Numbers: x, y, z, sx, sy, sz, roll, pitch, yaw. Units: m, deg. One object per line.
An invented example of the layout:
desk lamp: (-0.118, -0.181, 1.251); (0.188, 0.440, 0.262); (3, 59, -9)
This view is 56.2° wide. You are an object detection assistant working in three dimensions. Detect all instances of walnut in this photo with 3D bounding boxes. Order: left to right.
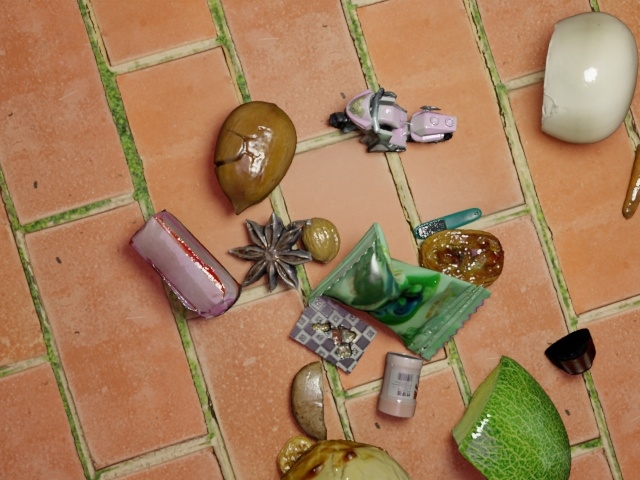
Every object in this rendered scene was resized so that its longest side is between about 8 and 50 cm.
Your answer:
walnut: (-0.169, -0.207, 1.497); (0.203, 0.203, 0.298); (14, 80, -3)
walnut: (0.000, 0.000, 1.552); (0.105, 0.105, 0.124); (-14, 84, -4)

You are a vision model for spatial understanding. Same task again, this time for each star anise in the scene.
star anise: (-0.109, 0.023, 1.532); (0.262, 0.081, 0.230); (-43, 75, 20)

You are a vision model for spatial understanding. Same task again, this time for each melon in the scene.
melon: (0.514, 0.528, 1.538); (0.343, 0.226, 0.331); (39, 44, 0)

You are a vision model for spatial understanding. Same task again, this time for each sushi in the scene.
sushi: (0.031, 0.240, 1.581); (0.201, 0.031, 0.139); (34, 86, -5)

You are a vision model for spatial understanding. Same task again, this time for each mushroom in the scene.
mushroom: (-0.029, 0.420, 1.552); (0.094, 0.072, 0.209); (-1, 89, 5)

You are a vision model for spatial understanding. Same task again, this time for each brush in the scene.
brush: (0.346, -0.048, 1.607); (0.193, 0.032, 0.043); (-18, 89, -2)

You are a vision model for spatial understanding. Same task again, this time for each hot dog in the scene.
hot dog: (0.378, 0.047, 1.576); (0.227, 0.099, 0.160); (-4, 92, -6)

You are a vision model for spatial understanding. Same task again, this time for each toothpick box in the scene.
toothpick box: (0.207, 0.371, 1.554); (0.098, 0.098, 0.149); (10, 87, -3)

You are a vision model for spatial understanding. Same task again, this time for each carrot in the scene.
carrot: (0.866, -0.158, 1.634); (0.061, 0.061, 0.209); (16, 92, -3)

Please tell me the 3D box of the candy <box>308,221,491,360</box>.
candy: (0.203, 0.139, 1.495); (0.398, 0.172, 0.263); (31, 120, -15)

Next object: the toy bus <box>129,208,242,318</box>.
toy bus: (-0.338, 0.066, 1.509); (0.127, 0.147, 0.302); (-43, 90, 2)

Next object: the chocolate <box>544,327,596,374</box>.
chocolate: (0.662, 0.307, 1.574); (0.125, 0.149, 0.080); (-32, 92, 34)

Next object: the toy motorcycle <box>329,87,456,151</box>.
toy motorcycle: (0.188, -0.302, 1.525); (0.327, 0.188, 0.143); (7, 82, -3)

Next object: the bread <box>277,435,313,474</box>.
bread: (-0.063, 0.564, 1.561); (0.083, 0.044, 0.110); (33, 85, 1)

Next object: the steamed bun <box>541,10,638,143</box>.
steamed bun: (0.672, -0.401, 1.492); (0.206, 0.324, 0.324); (8, 88, 23)

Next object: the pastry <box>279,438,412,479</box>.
pastry: (0.047, 0.650, 1.422); (0.388, 0.312, 0.388); (-19, 130, -25)
